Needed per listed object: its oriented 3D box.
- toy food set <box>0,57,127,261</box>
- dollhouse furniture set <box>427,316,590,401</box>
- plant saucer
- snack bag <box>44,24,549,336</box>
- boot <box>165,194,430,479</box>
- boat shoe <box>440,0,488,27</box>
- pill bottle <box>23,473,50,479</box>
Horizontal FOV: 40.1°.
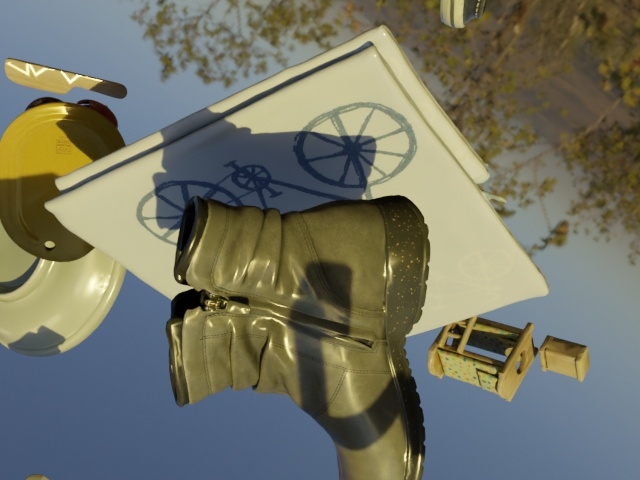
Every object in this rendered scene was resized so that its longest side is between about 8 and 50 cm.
[{"bbox_3d":[-0.263,-0.087,0.908,0.128,0.217,0.071,4,-152,-15],"label":"toy food set"},{"bbox_3d":[0.228,0.120,1.108,0.182,0.101,0.160,14,140,35],"label":"dollhouse furniture set"},{"bbox_3d":[-0.506,0.000,1.519,0.400,0.400,0.101,42,-166,28],"label":"plant saucer"},{"bbox_3d":[0.000,0.000,0.752,0.342,0.323,0.037,44,-144,-40],"label":"snack bag"},{"bbox_3d":[-0.021,0.087,0.561,0.161,0.246,0.083,-5,-165,-19],"label":"boot"},{"bbox_3d":[0.288,-0.482,1.091,0.156,0.500,0.186,26,-149,2],"label":"boat shoe"},{"bbox_3d":[-0.412,0.369,1.195,0.065,0.116,0.065,35,-152,-22],"label":"pill bottle"}]
